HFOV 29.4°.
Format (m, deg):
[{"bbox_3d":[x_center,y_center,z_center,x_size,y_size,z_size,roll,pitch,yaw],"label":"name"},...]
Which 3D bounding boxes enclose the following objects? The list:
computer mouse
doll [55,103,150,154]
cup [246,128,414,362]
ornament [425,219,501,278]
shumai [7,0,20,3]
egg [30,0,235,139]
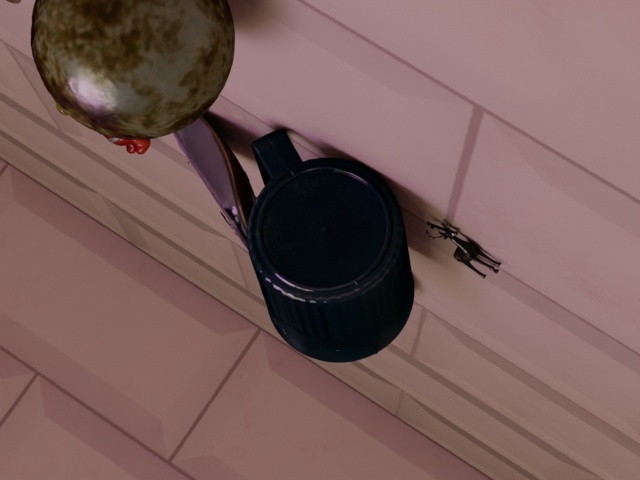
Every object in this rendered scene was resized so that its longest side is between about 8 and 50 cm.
[{"bbox_3d":[-0.169,-0.117,2.017,0.310,0.072,0.158,55,175,37],"label":"computer mouse"},{"bbox_3d":[-0.435,-0.249,2.340,0.245,0.076,0.142,36,168,-27],"label":"doll"},{"bbox_3d":[0.018,0.003,1.854,0.242,0.308,0.292,0,161,6],"label":"cup"},{"bbox_3d":[0.202,0.011,1.775,0.125,0.028,0.073,34,167,-5],"label":"ornament"},{"bbox_3d":[-0.375,-0.382,1.629,0.116,0.145,0.145,-1,-174,-28],"label":"shumai"},{"bbox_3d":[-0.220,-0.237,1.454,0.238,0.238,0.289,35,176,-1],"label":"egg"}]
